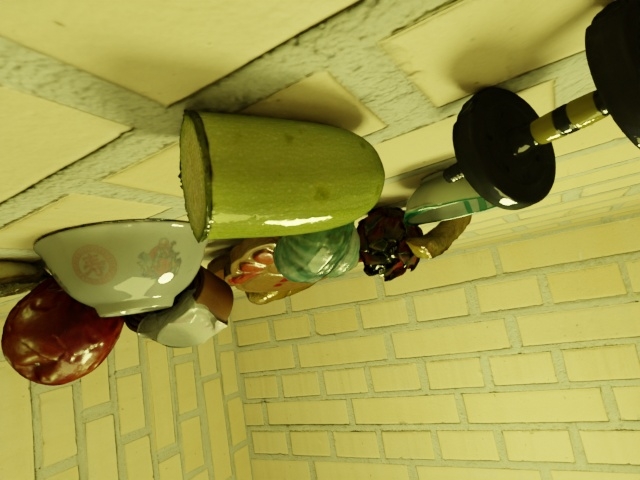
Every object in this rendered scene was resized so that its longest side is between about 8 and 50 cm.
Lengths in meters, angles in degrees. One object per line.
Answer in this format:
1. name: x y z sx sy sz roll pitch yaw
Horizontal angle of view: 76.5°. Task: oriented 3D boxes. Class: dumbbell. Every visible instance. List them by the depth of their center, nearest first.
1. dumbbell: 0.245 -0.120 0.401 0.143 0.143 0.325 -5 169 -29

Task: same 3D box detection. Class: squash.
1. squash: -0.026 -0.074 0.463 0.247 0.132 0.132 -7 170 -30

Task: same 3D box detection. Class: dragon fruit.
1. dragon fruit: 0.163 0.002 0.966 0.182 0.182 0.189 -15 168 27

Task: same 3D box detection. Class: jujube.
1. jujube: -0.578 0.184 0.957 0.223 0.223 0.318 -11 -153 4

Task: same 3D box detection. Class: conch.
1. conch: 0.000 0.000 0.847 0.220 0.195 0.277 -38 136 10

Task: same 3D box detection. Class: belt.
1. belt: -0.368 0.162 1.037 0.339 0.217 0.122 -6 142 40

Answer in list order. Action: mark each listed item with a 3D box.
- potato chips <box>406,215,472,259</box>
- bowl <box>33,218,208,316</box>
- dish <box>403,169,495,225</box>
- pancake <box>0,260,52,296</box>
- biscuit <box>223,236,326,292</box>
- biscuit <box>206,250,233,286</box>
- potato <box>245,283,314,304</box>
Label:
1. potato chips: 0.277 -0.017 0.926 0.057 0.080 0.407 13 -158 30
2. bowl: -0.397 0.074 0.863 0.346 0.157 0.345 -10 171 -1
3. dish: 0.261 -0.094 0.776 0.224 0.078 0.246 -3 169 -37
4. pancake: -0.798 0.102 0.905 0.356 0.065 0.356 -8 171 -1
5. biscuit: -0.077 0.055 1.103 0.359 0.074 0.381 3 153 -39
6. biscuit: -0.185 0.075 1.314 0.351 0.070 0.394 -19 165 23
7. potato: -0.158 0.172 1.760 0.369 0.176 0.195 -13 135 -34
